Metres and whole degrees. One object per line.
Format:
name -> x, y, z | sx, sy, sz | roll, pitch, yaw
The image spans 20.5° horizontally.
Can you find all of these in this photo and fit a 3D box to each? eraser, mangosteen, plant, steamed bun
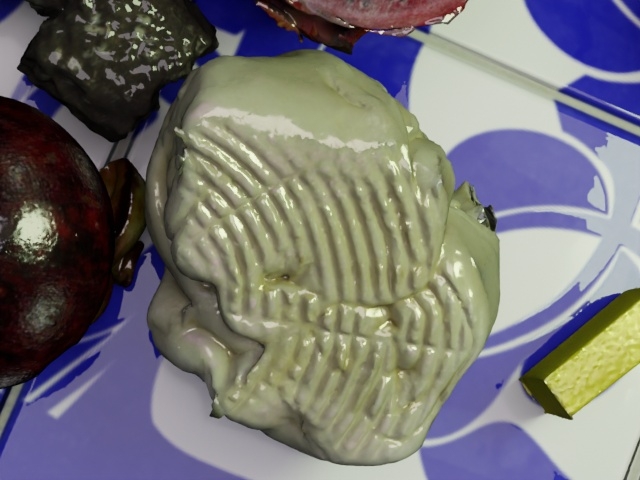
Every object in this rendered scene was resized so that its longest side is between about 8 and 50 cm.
eraser -> 0.228, 0.092, 1.437 | 0.122, 0.097, 0.045 | -39, 91, -8
mangosteen -> -0.242, 0.003, 1.357 | 0.265, 0.228, 0.228 | 4, 81, -47
plant -> -0.211, -0.211, 1.400 | 0.149, 0.146, 0.274 | -44, 89, -6
steamed bun -> 0.000, 0.000, 1.373 | 0.275, 0.206, 0.320 | -4, 111, 3

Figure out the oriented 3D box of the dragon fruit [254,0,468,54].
dragon fruit -> 0.007, -0.327, 1.377 | 0.296, 0.263, 0.314 | -37, 113, -2
